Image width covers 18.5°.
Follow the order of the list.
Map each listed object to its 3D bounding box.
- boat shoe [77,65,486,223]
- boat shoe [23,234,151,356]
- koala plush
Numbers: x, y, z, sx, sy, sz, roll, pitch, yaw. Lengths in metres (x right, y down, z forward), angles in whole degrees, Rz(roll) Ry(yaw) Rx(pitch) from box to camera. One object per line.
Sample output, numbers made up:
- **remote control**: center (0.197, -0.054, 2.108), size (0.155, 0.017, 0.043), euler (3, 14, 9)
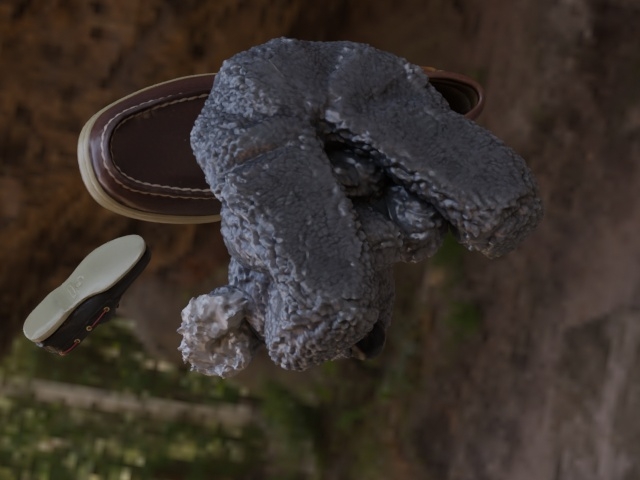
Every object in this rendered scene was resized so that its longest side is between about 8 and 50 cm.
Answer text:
- **boat shoe**: center (-0.023, -0.091, 1.580), size (0.123, 0.342, 0.123), euler (-30, 67, 62)
- **boat shoe**: center (-0.193, 0.046, 1.680), size (0.133, 0.042, 0.049), euler (-42, 41, 10)
- **koala plush**: center (0.000, 0.000, 1.264), size (0.203, 0.196, 0.221), euler (50, 154, 20)
